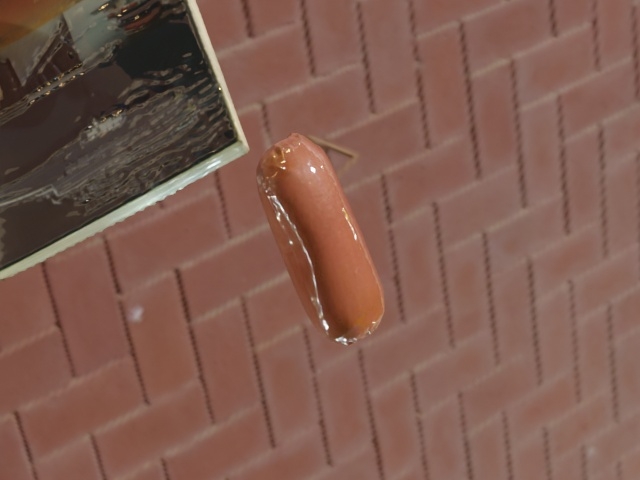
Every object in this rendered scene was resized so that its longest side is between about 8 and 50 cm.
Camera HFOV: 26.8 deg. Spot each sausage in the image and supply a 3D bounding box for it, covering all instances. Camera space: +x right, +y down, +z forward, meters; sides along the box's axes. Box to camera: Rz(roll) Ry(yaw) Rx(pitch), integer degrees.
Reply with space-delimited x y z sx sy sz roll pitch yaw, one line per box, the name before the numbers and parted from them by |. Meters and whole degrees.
sausage | 0.000 0.000 1.185 0.077 0.077 0.194 -28 101 -27

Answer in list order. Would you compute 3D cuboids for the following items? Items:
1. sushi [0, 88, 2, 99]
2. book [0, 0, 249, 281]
sushi | -0.202 -0.039 0.429 0.147 0.213 0.115 70 16 4
book | -0.234 -0.181 1.213 0.263 0.374 0.028 -27 158 15
